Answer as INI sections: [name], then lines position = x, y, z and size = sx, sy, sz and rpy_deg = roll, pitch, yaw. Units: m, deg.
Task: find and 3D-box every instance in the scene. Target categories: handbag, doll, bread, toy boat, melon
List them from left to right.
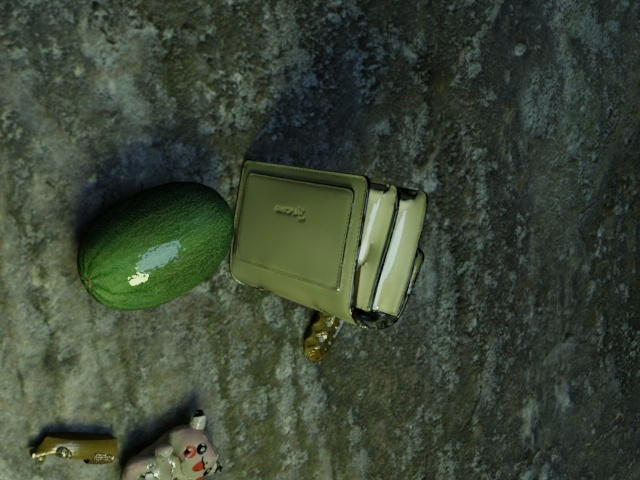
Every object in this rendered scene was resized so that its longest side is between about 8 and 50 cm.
[toy boat]
position = -0.407, 0.349, 1.349
size = 0.149, 0.047, 0.049
rpy_deg = 12, 91, -38
[melon]
position = -0.254, 0.002, 1.315
size = 0.287, 0.182, 0.182
rpy_deg = -30, 115, -25
[doll]
position = -0.261, 0.395, 1.440
size = 0.192, 0.095, 0.149
rpy_deg = -23, 118, -34
[handbag]
position = 0.000, 0.000, 1.394
size = 0.160, 0.358, 0.237
rpy_deg = 13, 91, -39
[bread]
position = 0.004, 0.190, 1.621
size = 0.110, 0.060, 0.066
rpy_deg = -64, 158, -9
